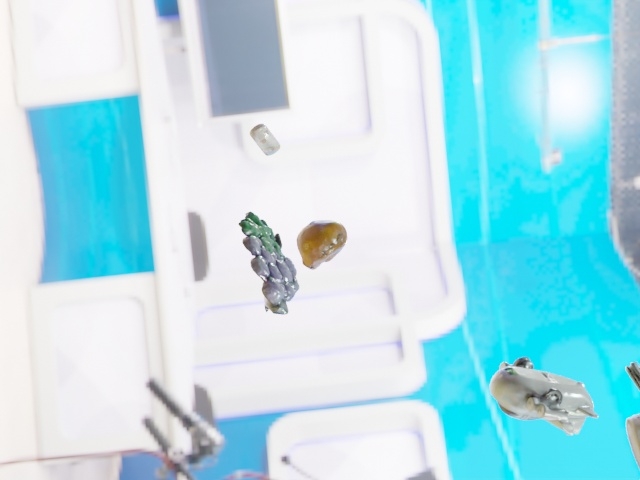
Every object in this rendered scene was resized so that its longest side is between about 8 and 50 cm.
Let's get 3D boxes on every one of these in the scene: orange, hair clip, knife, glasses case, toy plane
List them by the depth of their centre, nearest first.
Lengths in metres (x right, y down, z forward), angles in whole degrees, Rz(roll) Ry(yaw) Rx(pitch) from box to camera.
[{"bbox_3d":[0.452,0.311,1.564,0.063,0.041,0.164,56,13,-76],"label":"glasses case"},{"bbox_3d":[0.323,0.230,1.700,0.174,0.174,0.080,-90,-158,-75],"label":"toy plane"},{"bbox_3d":[0.000,0.000,1.736,0.062,0.086,0.086,53,-2,6],"label":"orange"},{"bbox_3d":[0.515,0.249,1.802,0.044,0.023,0.162,31,24,-39],"label":"knife"},{"bbox_3d":[-0.086,0.039,1.869,0.124,0.052,0.195,36,30,-52],"label":"hair clip"},{"bbox_3d":[-0.093,-0.169,1.964,0.021,0.032,0.083,60,4,31],"label":"glasses case"}]
